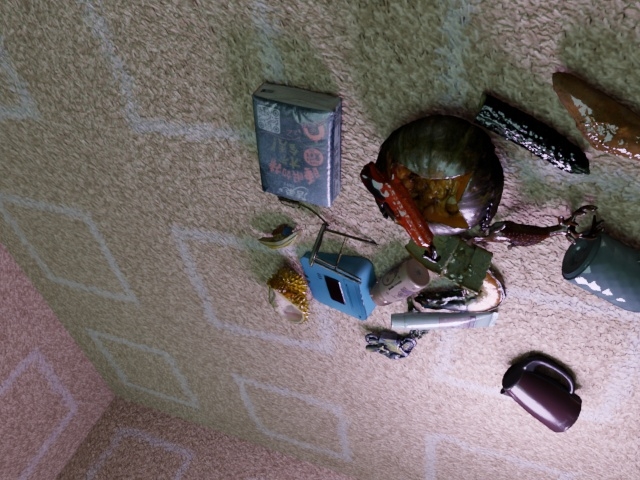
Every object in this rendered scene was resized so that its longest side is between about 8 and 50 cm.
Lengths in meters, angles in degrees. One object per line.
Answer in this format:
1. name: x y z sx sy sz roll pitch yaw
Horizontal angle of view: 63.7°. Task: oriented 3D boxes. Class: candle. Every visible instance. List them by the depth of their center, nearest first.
1. candle: 0.192 -0.059 1.181 0.084 0.059 0.301 -9 126 52

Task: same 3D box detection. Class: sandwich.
1. sandwich: 0.349 0.044 1.423 0.236 0.122 0.128 25 -176 11

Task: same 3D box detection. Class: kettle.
1. kettle: 0.724 0.489 1.681 0.232 0.144 0.202 35 119 -3

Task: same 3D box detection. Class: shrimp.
1. shrimp: 0.402 0.138 1.558 0.290 0.054 0.222 -10 127 33

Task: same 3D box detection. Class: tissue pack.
1. tissue pack: -0.061 -0.248 1.389 0.228 0.103 0.315 17 137 17

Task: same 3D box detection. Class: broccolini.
1. broccolini: 0.317 0.257 1.694 0.058 0.074 0.201 23 154 34

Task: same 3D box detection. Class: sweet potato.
1. sweet potato: 0.608 -0.229 1.047 0.341 0.092 0.114 25 114 4

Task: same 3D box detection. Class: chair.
1. chair: 0.000 0.000 1.544 0.326 0.170 0.160 22 -177 1

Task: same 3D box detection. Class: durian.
1. durian: -0.105 0.195 1.840 0.183 0.138 0.249 21 145 7

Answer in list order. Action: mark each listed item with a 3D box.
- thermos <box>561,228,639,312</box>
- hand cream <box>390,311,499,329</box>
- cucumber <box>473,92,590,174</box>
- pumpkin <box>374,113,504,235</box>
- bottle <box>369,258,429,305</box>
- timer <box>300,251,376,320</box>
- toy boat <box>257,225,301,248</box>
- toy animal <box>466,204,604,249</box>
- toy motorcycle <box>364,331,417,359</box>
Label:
1. thermos: 0.754 0.085 1.242 0.287 0.145 0.182 26 142 0
2. hand cream: 0.389 0.249 1.634 0.331 0.058 0.085 -3 140 3
3. cucumber: 0.474 -0.228 1.137 0.300 0.072 0.072 28 139 -1
4. pumpkin: 0.277 -0.151 1.230 0.320 0.192 0.320 17 140 15
5. bottle: 0.246 0.142 1.623 0.110 0.097 0.209 19 145 -25
6. timer: 0.064 0.141 1.759 0.250 0.091 0.232 16 140 33
7. toy boat: -0.135 -0.010 1.706 0.172 0.065 0.066 -13 102 37
8. toy animal: 0.516 -0.017 1.260 0.260 0.244 0.087 161 100 -66
9. toy motorcycle: 0.258 0.391 1.892 0.193 0.061 0.124 1 126 17
